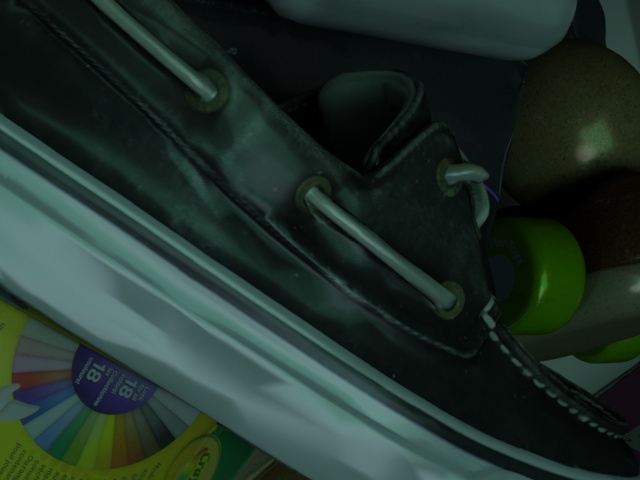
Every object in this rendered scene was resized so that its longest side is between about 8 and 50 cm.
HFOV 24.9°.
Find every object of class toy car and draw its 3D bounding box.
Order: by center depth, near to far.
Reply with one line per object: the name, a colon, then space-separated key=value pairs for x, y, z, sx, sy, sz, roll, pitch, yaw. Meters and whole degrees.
toy car: x=0.109 y=-0.039 z=0.700 sx=0.155 sy=0.149 sz=0.188 roll=2 pitch=73 yaw=-35

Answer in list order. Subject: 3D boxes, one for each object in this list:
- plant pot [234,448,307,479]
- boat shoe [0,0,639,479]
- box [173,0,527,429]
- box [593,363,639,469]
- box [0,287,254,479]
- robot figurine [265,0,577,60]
plant pot: x=0.008 y=0.172 z=0.728 sx=0.236 sy=0.032 sz=0.236 roll=-8 pitch=106 yaw=-29
boat shoe: x=0.000 y=0.000 z=0.448 sx=0.335 sy=0.121 sz=0.119 roll=33 pitch=91 yaw=-31
box: x=-0.081 y=-0.020 z=0.554 sx=0.270 sy=0.143 sz=0.165 roll=5 pitch=101 yaw=-32
box: x=0.277 y=0.164 z=0.837 sx=0.214 sy=0.117 sz=0.243 roll=-31 pitch=117 yaw=-21
box: x=-0.113 y=0.065 z=0.452 sx=0.179 sy=0.043 sz=0.105 roll=35 pitch=87 yaw=-31
robot figurine: x=0.014 y=-0.204 z=0.530 sx=0.354 sy=0.200 sz=0.299 roll=5 pitch=62 yaw=-32
